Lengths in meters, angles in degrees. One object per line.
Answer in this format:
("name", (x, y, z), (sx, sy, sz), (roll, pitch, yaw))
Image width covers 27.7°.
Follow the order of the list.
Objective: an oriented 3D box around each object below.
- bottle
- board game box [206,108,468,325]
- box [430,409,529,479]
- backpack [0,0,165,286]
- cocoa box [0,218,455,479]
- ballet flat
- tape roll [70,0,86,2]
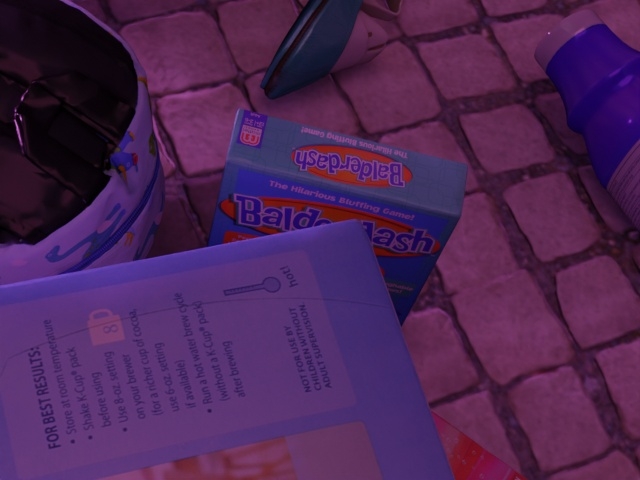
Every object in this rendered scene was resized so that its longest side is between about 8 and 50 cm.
("bottle", (0.288, -0.072, 1.095), (0.092, 0.118, 0.283), (-25, 67, -23))
("board game box", (0.000, 0.000, 0.934), (0.160, 0.210, 0.047), (13, 58, -4))
("box", (-0.003, 0.253, 0.824), (0.154, 0.142, 0.300), (35, 59, 8))
("backpack", (-0.281, -0.077, 0.916), (0.356, 0.273, 0.290), (11, 53, 20))
("cocoa box", (-0.052, 0.203, 0.624), (0.231, 0.228, 0.347), (-11, 63, -16))
("ballet flat", (0.028, -0.209, 1.144), (0.087, 0.083, 0.247), (29, 59, -11))
("tape roll", (-0.229, -0.338, 1.042), (0.286, 0.286, 0.100), (50, 23, 17))
